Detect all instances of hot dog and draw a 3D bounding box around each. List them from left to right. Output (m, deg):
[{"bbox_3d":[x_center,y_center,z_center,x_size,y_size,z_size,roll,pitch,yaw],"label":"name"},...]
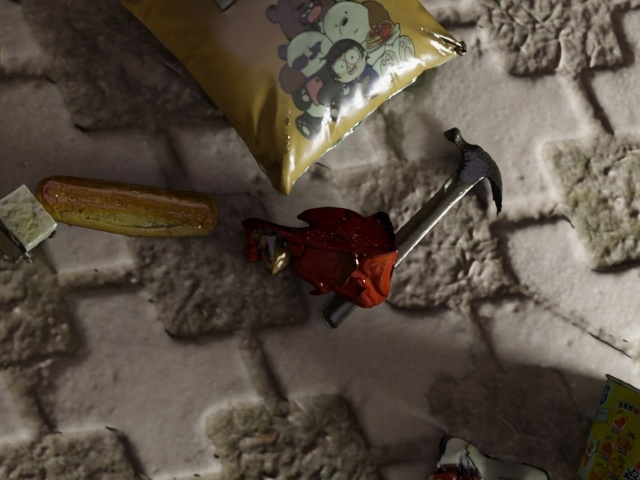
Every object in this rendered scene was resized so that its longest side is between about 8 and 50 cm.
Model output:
[{"bbox_3d":[-0.230,-0.038,1.722,0.216,0.047,0.066,5,100,-12],"label":"hot dog"}]

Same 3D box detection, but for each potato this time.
[{"bbox_3d":[-0.345,-0.018,1.660,0.061,0.122,0.086,-42,96,-18],"label":"potato"}]

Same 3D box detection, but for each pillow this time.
[{"bbox_3d":[-0.028,-0.259,1.739,0.310,0.119,0.312,-39,96,-8],"label":"pillow"}]

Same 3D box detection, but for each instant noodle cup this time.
[{"bbox_3d":[0.410,0.272,1.768,0.205,0.205,0.153,24,92,-9],"label":"instant noodle cup"}]

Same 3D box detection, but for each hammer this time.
[{"bbox_3d":[0.108,-0.004,1.799,0.297,0.027,0.125,-44,91,-11],"label":"hammer"}]

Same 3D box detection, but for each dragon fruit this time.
[{"bbox_3d":[-0.001,-0.002,1.735,0.192,0.092,0.122,14,78,4],"label":"dragon fruit"}]

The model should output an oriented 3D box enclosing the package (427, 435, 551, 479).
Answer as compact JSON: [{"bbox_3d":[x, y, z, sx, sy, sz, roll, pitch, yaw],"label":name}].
[{"bbox_3d":[0.180,0.363,1.786,0.166,0.040,0.232,27,83,-9],"label":"package"}]
